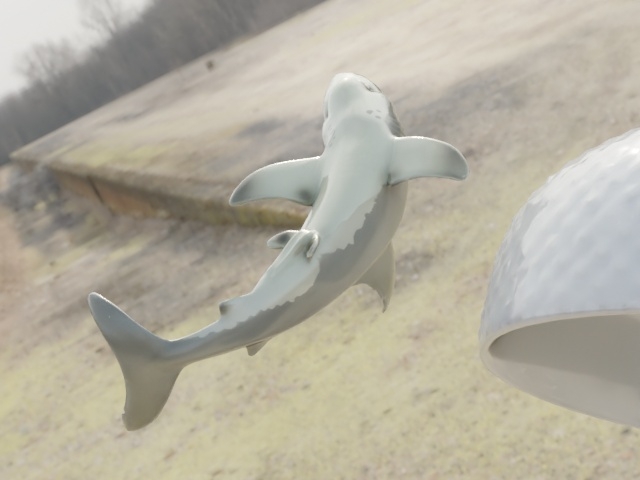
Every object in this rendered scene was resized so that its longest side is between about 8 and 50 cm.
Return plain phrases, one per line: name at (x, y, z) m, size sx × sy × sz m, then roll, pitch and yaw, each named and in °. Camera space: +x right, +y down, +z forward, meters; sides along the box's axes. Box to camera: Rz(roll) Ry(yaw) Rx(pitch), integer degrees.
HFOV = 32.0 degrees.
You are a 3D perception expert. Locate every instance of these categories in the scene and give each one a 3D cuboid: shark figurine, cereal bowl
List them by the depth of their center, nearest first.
cereal bowl at (0.256, 0.018, 0.559) m, size 0.339 × 0.338 × 0.141 m, roll -12°, pitch 62°, yaw 52°
shark figurine at (-0.002, 0.022, 0.696) m, size 0.166 × 0.116 × 0.278 m, roll 22°, pitch 62°, yaw 40°
